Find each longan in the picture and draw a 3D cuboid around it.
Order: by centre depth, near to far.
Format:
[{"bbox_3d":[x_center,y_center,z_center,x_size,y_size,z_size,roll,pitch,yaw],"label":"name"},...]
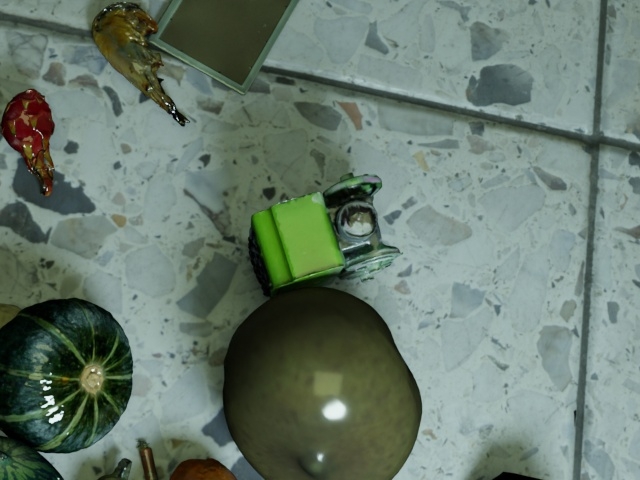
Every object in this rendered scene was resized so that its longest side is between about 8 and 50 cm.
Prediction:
[{"bbox_3d":[0.002,0.258,1.678,0.361,0.361,0.361,3,77,-12],"label":"longan"}]

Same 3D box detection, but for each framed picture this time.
[{"bbox_3d":[-0.176,-0.436,1.968,0.217,0.017,0.274,31,73,-4],"label":"framed picture"}]

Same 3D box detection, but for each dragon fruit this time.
[{"bbox_3d":[-0.514,-0.171,1.803,0.094,0.094,0.190,-7,96,-14],"label":"dragon fruit"}]

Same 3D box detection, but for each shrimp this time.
[{"bbox_3d":[-0.314,-0.332,1.881,0.117,0.066,0.262,-45,91,1],"label":"shrimp"}]

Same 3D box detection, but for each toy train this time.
[{"bbox_3d":[0.000,0.000,1.765,0.249,0.307,0.173,-16,83,-7],"label":"toy train"}]

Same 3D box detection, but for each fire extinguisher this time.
[{"bbox_3d":[-0.298,0.382,1.754,0.028,0.022,0.083,-17,80,15],"label":"fire extinguisher"}]

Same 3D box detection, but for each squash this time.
[{"bbox_3d":[-0.419,0.218,1.651,0.252,0.165,0.252,-3,94,-51],"label":"squash"}]

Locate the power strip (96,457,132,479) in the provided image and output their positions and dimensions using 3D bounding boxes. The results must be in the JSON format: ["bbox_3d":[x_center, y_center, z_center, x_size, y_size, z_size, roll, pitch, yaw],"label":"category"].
[{"bbox_3d":[-0.396,0.537,1.659,0.066,0.092,0.387,25,73,-9],"label":"power strip"}]

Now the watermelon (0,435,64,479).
[{"bbox_3d":[-0.522,0.466,1.517,0.363,0.363,0.363,3,77,-12],"label":"watermelon"}]

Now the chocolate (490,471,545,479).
[{"bbox_3d":[0.378,0.529,1.830,0.177,0.206,0.224,15,82,-55],"label":"chocolate"}]

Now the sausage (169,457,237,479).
[{"bbox_3d":[-0.227,0.486,1.676,0.141,0.153,0.268,32,72,2],"label":"sausage"}]

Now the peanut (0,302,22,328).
[{"bbox_3d":[-0.606,0.175,1.679,0.290,0.130,0.130,-8,79,-21],"label":"peanut"}]
